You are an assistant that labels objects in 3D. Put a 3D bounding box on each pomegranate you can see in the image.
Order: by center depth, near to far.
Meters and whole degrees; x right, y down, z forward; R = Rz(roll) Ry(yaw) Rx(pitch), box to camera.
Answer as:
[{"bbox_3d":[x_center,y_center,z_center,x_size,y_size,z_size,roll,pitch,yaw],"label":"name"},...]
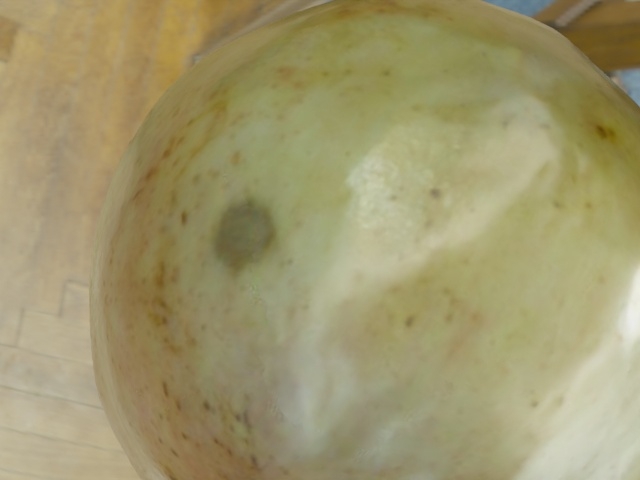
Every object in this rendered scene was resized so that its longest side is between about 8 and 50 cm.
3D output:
[{"bbox_3d":[0.031,0.051,0.739,0.338,0.338,0.338,-2,93,-38],"label":"pomegranate"}]
